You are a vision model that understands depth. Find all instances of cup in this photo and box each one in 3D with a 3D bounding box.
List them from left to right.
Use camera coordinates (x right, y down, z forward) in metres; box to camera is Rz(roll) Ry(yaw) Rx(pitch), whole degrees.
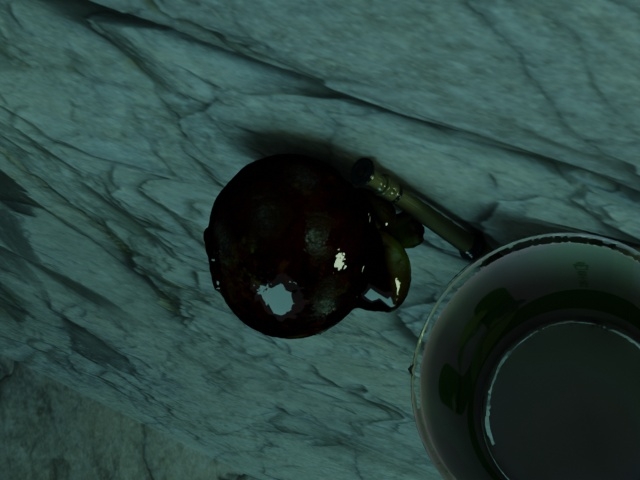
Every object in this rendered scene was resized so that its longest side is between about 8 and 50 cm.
[{"bbox_3d":[0.225,0.140,1.645,0.253,0.253,0.274,15,173,15],"label":"cup"}]

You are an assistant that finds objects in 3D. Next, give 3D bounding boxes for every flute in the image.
[{"bbox_3d":[0.109,-0.011,1.620,0.027,0.027,0.233,2,157,46],"label":"flute"}]

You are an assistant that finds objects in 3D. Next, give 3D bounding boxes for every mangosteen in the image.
[{"bbox_3d":[-0.009,0.005,1.589,0.184,0.172,0.172,5,162,8],"label":"mangosteen"}]
